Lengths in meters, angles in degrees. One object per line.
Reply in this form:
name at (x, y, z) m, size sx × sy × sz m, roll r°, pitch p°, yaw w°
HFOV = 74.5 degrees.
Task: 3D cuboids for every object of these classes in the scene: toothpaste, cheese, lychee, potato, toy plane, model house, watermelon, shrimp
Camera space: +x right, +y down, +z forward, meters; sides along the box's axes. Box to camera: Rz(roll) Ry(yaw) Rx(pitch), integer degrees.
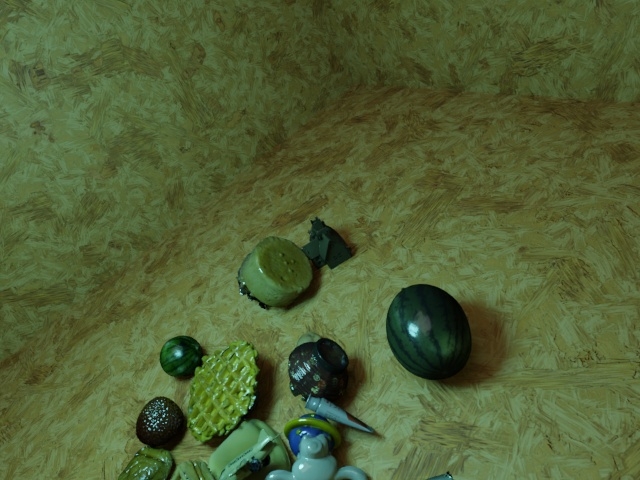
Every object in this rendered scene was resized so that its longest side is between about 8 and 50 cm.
toothpaste at (0.063, 0.579, 1.391) m, size 0.234 × 0.089 × 0.057 m, roll 24°, pitch 79°, yaw 6°
cheese at (-0.229, 0.769, 1.425) m, size 0.259 × 0.128 × 0.316 m, roll -44°, pitch 42°, yaw -22°
lychee at (-0.646, 0.731, 1.690) m, size 0.194 × 0.194 × 0.194 m, roll -18°, pitch 38°, yaw 15°
potato at (-0.047, 0.437, 1.707) m, size 0.112 × 0.112 × 0.147 m, roll -9°, pitch 35°, yaw 26°
toy plane at (-0.223, 0.693, 1.312) m, size 0.092 × 0.229 × 0.244 m, roll 42°, pitch 94°, yaw 19°
model house at (0.000, 0.000, 2.061) m, size 0.204 × 0.243 × 0.211 m, roll -33°, pitch 37°, yaw -5°
watermelon at (0.363, 0.299, 1.446) m, size 0.278 × 0.279 × 0.359 m, roll -21°, pitch 34°, yaw 11°
watermelon at (-0.625, 0.523, 1.922) m, size 0.214 × 0.188 × 0.188 m, roll -32°, pitch 36°, yaw 9°
shrimp at (-0.296, 0.657, 1.658) m, size 0.065 × 0.057 × 0.165 m, roll 23°, pitch 50°, yaw 29°

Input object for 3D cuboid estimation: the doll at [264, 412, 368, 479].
doll at (0.007, 0.671, 1.340) m, size 0.310 × 0.160 × 0.242 m, roll 9°, pitch 20°, yaw 9°

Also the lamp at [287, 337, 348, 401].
lamp at (-0.013, 0.483, 1.538) m, size 0.247 × 0.247 × 0.247 m, roll -18°, pitch 38°, yaw 15°

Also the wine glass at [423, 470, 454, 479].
wine glass at (0.290, 0.720, 1.146) m, size 0.204 × 0.111 × 0.111 m, roll -31°, pitch 37°, yaw 5°

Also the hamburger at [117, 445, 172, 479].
hamburger at (-0.668, 0.882, 1.590) m, size 0.183 × 0.130 × 0.206 m, roll -1°, pitch 43°, yaw 30°

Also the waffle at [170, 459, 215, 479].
waffle at (-0.417, 0.915, 1.276) m, size 0.261 × 0.114 × 0.376 m, roll 28°, pitch 92°, yaw 43°

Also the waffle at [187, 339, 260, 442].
waffle at (-0.387, 0.581, 1.659) m, size 0.379 × 0.095 × 0.382 m, roll -29°, pitch 41°, yaw 24°

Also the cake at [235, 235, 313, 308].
cake at (-0.244, 0.187, 2.003) m, size 0.321 × 0.332 × 0.332 m, roll -44°, pitch 25°, yaw 38°
